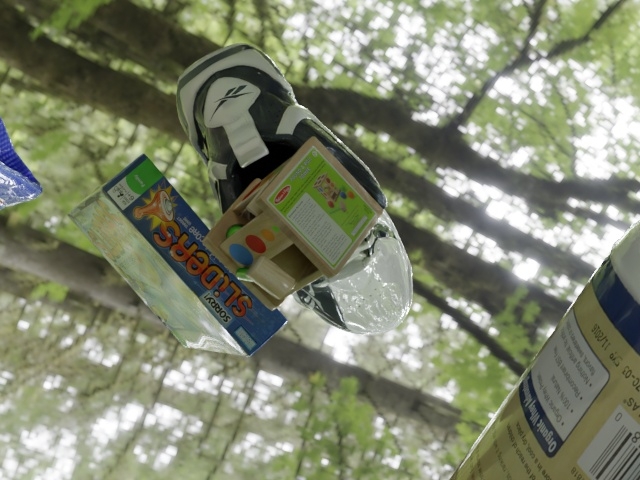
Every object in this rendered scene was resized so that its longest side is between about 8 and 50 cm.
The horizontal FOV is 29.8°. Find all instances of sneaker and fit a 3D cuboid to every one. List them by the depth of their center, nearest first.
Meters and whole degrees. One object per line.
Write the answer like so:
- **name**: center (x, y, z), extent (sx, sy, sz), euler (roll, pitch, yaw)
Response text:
- **sneaker**: center (0.000, 0.000, 0.736), extent (0.094, 0.235, 0.153), euler (-26, -149, 2)

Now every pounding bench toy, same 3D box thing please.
- **pounding bench toy**: center (-0.023, 0.003, 0.585), extent (0.065, 0.052, 0.083), euler (-32, -164, 49)

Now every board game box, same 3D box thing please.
- **board game box**: center (-0.103, 0.014, 0.807), extent (0.035, 0.136, 0.201), euler (-43, -171, -15)

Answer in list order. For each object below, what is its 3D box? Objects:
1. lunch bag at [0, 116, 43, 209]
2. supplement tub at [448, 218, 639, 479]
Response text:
- **lunch bag**: center (-0.203, -0.022, 0.220), extent (0.221, 0.138, 0.293), euler (-25, -177, -1)
- **supplement tub**: center (0.168, 0.169, 0.593), extent (0.316, 0.228, 0.228), euler (-58, -146, 19)
